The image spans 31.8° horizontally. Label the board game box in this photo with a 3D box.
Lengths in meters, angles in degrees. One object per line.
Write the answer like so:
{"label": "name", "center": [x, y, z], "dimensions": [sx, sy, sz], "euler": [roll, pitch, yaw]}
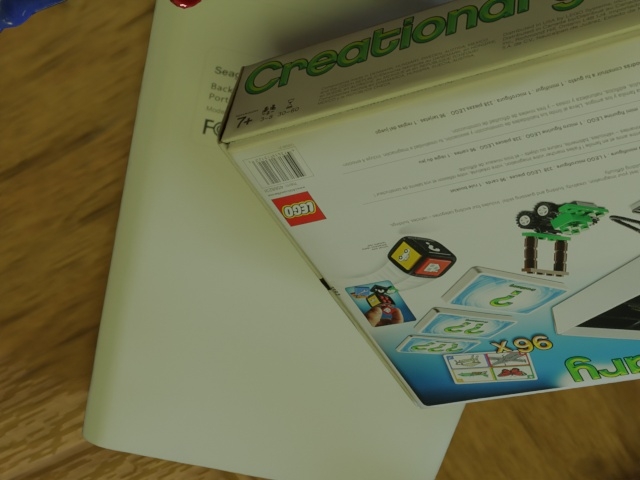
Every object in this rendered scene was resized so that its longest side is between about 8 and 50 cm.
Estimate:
{"label": "board game box", "center": [0.139, -0.023, 0.437], "dimensions": [0.305, 0.053, 0.193], "euler": [-12, 135, 26]}

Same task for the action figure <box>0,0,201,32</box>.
{"label": "action figure", "center": [-0.183, -0.074, 0.437], "dimensions": [0.280, 0.139, 0.091], "euler": [-6, 138, 37]}

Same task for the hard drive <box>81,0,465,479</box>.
{"label": "hard drive", "center": [0.000, 0.000, 0.573], "dimensions": [0.203, 0.040, 0.307], "euler": [12, 123, -7]}
